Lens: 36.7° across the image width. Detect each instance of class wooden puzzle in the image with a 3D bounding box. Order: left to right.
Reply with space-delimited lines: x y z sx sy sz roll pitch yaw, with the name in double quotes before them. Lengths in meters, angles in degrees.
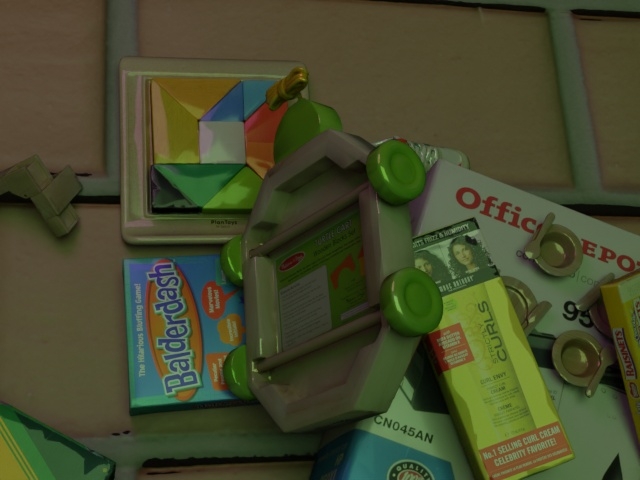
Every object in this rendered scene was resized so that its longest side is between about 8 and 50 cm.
"wooden puzzle" -0.115 -0.109 1.095 0.220 0.044 0.239 -1 70 -12

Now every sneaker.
"sneaker" 0.104 -0.089 1.116 0.161 0.075 0.057 -3 71 -13

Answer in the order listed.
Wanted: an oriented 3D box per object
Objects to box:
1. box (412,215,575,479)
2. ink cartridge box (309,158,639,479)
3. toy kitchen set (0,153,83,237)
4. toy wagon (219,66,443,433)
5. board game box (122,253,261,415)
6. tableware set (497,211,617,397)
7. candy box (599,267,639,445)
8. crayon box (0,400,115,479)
"box" 0.142 0.102 0.874 0.087 0.058 0.232 -18 75 -4
"ink cartridge box" 0.175 0.154 0.992 0.285 0.166 0.395 21 66 -5
"toy kitchen set" -0.308 -0.047 1.044 0.083 0.075 0.068 60 24 -21
"toy wagon" 0.000 0.000 0.912 0.068 0.267 0.345 12 64 -35
"board game box" -0.100 0.095 1.021 0.210 0.047 0.160 -3 70 -12
"tableware set" 0.238 0.064 0.938 0.168 0.020 0.141 38 66 4
"candy box" 0.329 0.129 0.930 0.105 0.027 0.206 -16 93 -39
"crayon box" -0.329 0.293 0.880 0.165 0.081 0.279 28 67 0
